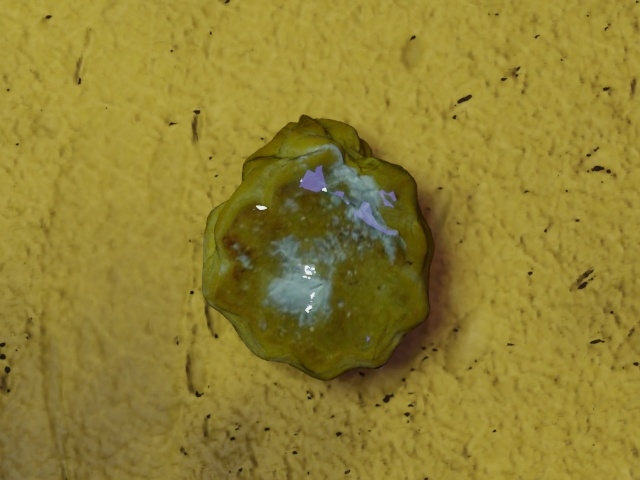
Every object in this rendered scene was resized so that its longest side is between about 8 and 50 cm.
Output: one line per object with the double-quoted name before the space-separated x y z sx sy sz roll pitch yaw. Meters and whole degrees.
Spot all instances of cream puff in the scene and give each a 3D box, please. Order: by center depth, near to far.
"cream puff" 0.000 0.000 1.108 0.146 0.116 0.146 1 111 4
